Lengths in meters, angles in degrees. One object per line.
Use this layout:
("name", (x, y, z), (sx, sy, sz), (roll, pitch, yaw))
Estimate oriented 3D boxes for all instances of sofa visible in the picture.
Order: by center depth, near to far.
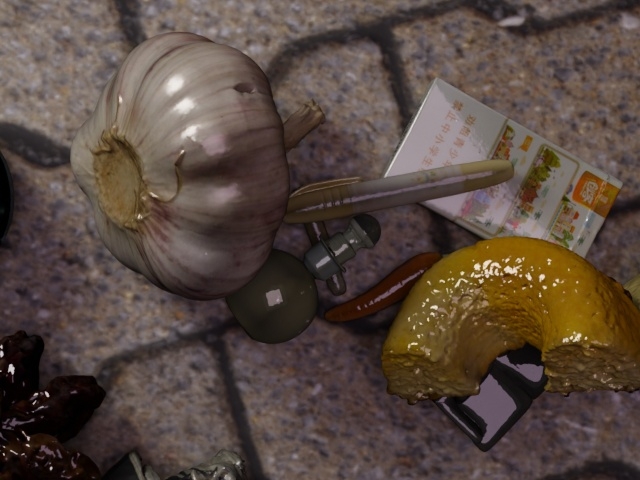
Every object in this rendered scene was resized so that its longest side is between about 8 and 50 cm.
("sofa", (0.188, 0.134, 1.184), (0.085, 0.060, 0.147), (45, 85, -5))

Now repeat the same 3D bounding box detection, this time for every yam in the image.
("yam", (0.000, 0.000, 1.181), (0.021, 0.021, 0.116), (-20, 91, -6))

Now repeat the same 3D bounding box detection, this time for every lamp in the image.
("lamp", (-0.012, 0.029, 1.141), (0.163, 0.091, 0.091), (-35, 94, -1))

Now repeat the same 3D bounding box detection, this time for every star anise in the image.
("star anise", (-0.301, 0.169, 1.075), (0.220, 0.126, 0.190), (-5, 67, -15))

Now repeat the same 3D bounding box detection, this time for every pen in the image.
("pen", (0.073, -0.052, 1.159), (0.233, 0.032, 0.040), (-12, 71, -3))

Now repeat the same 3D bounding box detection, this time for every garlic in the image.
("garlic", (-0.087, -0.081, 1.099), (0.253, 0.245, 0.245), (-20, 93, -39))

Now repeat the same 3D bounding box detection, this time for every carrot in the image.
("carrot", (0.069, 0.048, 1.184), (0.142, 0.035, 0.035), (-28, 93, -3))

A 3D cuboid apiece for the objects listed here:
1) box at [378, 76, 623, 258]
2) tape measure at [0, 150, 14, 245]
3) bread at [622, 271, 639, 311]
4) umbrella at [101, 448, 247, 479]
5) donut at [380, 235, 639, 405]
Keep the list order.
("box", (0.182, -0.059, 1.198), (0.220, 0.032, 0.122), (29, 86, -5))
("tape measure", (-0.373, -0.034, 1.094), (0.181, 0.107, 0.182), (-20, 93, -4))
("bread", (0.410, 0.055, 1.153), (0.240, 0.178, 0.135), (-36, 93, -8))
("umbrella", (-0.230, 0.291, 1.109), (0.357, 0.113, 0.106), (-21, 114, -6))
("donut", (0.178, 0.065, 1.123), (0.259, 0.101, 0.152), (-9, 54, 28))
